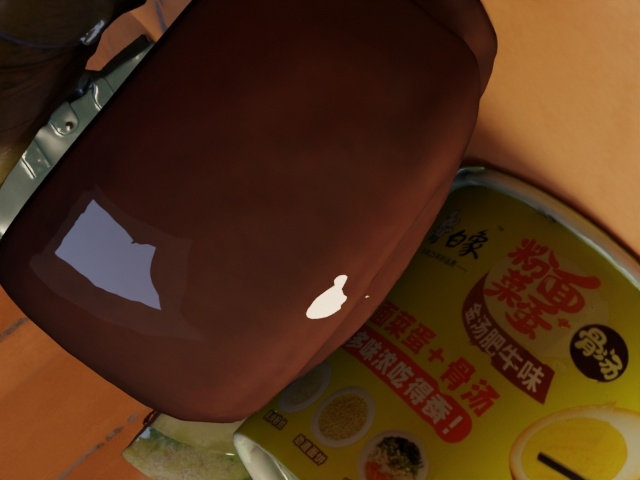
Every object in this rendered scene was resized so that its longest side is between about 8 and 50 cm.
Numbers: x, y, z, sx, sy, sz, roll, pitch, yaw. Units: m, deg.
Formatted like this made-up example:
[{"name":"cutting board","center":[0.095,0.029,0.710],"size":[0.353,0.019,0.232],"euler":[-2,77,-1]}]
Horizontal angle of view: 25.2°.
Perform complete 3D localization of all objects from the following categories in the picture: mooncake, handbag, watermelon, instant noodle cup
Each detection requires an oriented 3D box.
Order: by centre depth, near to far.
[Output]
[{"name":"mooncake","center":[-0.037,-0.047,0.808],"size":[0.174,0.334,0.326],"euler":[39,132,-8]},{"name":"instant noodle cup","center":[0.099,0.135,0.902],"size":[0.311,0.221,0.311],"euler":[46,164,18]},{"name":"handbag","center":[-0.213,-0.074,1.315],"size":[0.057,0.221,0.144],"euler":[36,161,49]},{"name":"watermelon","center":[-0.079,0.203,1.701],"size":[0.310,0.232,0.193],"euler":[7,169,-13]}]

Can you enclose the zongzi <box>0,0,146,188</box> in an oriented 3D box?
[{"name":"zongzi","center":[-0.264,-0.201,0.919],"size":[0.323,0.160,0.360],"euler":[43,124,8]}]
